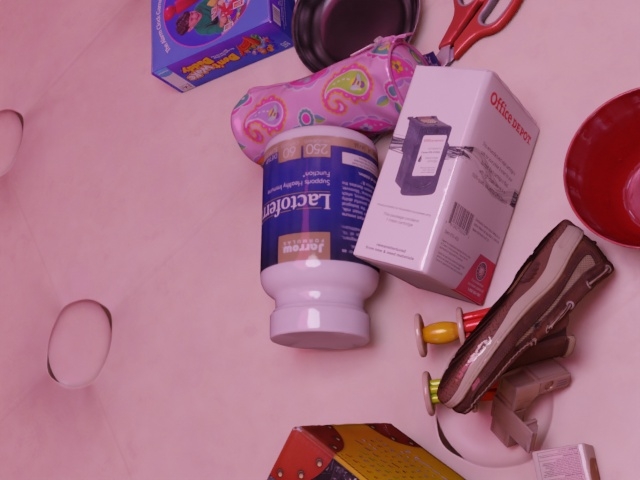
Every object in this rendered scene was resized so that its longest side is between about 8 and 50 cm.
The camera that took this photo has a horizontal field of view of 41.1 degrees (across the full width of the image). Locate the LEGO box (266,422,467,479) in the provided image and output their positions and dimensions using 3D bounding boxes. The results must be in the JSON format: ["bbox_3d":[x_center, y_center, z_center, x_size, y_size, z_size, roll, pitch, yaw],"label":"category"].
[{"bbox_3d":[0.117,0.465,0.813,0.500,0.193,0.372,31,99,36],"label":"LEGO box"}]

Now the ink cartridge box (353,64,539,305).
[{"bbox_3d":[0.154,-0.063,1.001,0.100,0.172,0.237,15,83,35],"label":"ink cartridge box"}]

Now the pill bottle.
[{"bbox_3d":[0.000,0.000,1.092,0.153,0.153,0.264,-11,69,30],"label":"pill bottle"}]

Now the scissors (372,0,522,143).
[{"bbox_3d":[0.173,-0.245,1.142,0.109,0.021,0.297,30,91,36],"label":"scissors"}]

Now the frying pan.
[{"bbox_3d":[-0.001,-0.340,1.242,0.326,0.053,0.197,25,93,27],"label":"frying pan"}]

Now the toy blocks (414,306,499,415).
[{"bbox_3d":[0.190,0.134,0.986,0.148,0.054,0.123,-10,78,14],"label":"toy blocks"}]

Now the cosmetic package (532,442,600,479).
[{"bbox_3d":[0.266,0.276,0.897,0.060,0.041,0.115,-17,66,28],"label":"cosmetic package"}]

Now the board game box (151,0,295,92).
[{"bbox_3d":[-0.164,-0.442,1.389,0.233,0.078,0.347,-15,67,28],"label":"board game box"}]

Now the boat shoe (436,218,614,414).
[{"bbox_3d":[0.230,0.093,0.911,0.095,0.095,0.257,39,72,5],"label":"boat shoe"}]

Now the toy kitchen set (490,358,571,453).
[{"bbox_3d":[0.240,0.189,0.941,0.068,0.075,0.083,-132,38,-51],"label":"toy kitchen set"}]

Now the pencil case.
[{"bbox_3d":[0.017,-0.184,1.151,0.284,0.124,0.124,-14,67,35],"label":"pencil case"}]

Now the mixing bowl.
[{"bbox_3d":[0.364,-0.064,0.913,0.182,0.098,0.181,-11,68,29],"label":"mixing bowl"}]
